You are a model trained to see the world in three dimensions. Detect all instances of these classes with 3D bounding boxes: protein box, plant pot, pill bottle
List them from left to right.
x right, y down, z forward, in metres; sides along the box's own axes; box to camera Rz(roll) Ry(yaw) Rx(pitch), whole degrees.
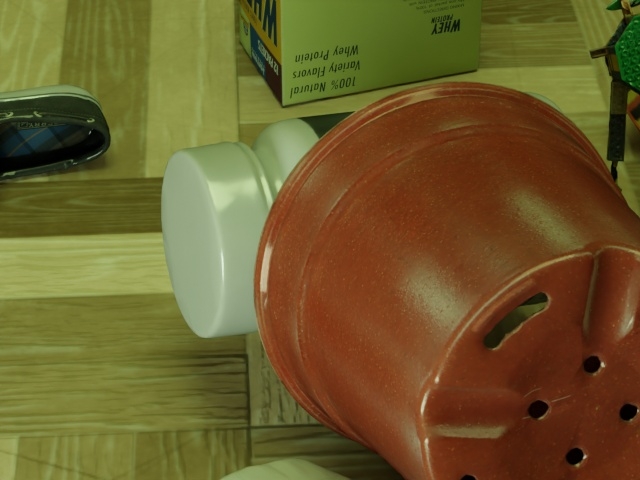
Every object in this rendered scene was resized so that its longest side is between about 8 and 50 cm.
[{"bbox_3d":[0.034,-0.258,1.793,0.200,0.201,0.136,-12,37,-16],"label":"protein box"},{"bbox_3d":[0.039,-0.016,1.418,0.283,0.161,0.161,-8,36,-20],"label":"pill bottle"},{"bbox_3d":[0.119,0.061,1.228,0.272,0.272,0.265,-9,20,-12],"label":"plant pot"}]

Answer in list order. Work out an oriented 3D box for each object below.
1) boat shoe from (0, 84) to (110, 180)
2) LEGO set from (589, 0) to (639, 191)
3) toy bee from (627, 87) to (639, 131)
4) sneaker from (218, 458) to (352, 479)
[{"bbox_3d":[-0.287,-0.078,1.660,0.229,0.080,0.076,-9,34,-24],"label":"boat shoe"},{"bbox_3d":[0.337,-0.053,1.458,0.255,0.331,0.192,-22,5,4],"label":"LEGO set"},{"bbox_3d":[0.393,-0.099,1.623,0.195,0.162,0.298,-6,-1,-36],"label":"toy bee"},{"bbox_3d":[-0.037,0.235,1.195,0.169,0.108,0.292,19,30,28],"label":"sneaker"}]
